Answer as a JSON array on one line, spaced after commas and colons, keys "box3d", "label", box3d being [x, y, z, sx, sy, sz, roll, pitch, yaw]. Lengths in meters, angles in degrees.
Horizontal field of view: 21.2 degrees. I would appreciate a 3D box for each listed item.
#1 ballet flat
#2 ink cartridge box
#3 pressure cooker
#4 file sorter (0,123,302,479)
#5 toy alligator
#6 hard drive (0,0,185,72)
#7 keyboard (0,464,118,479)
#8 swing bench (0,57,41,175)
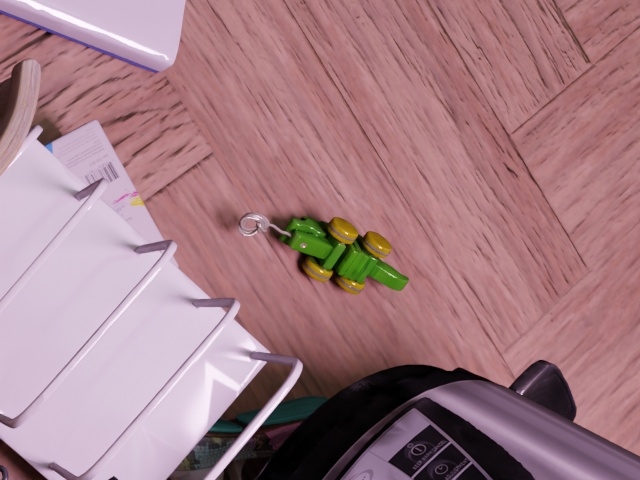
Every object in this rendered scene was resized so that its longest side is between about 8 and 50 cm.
[{"box3d": [-0.075, 0.180, 1.455, 0.222, 0.077, 0.079, -1, 98, -38], "label": "ballet flat"}, {"box3d": [-0.192, 0.005, 1.414, 0.104, 0.062, 0.181, -33, 98, -37], "label": "ink cartridge box"}, {"box3d": [0.112, 0.305, 1.350, 0.370, 0.420, 0.375, -8, 116, -44], "label": "pressure cooker"}, {"box3d": [-0.181, 0.068, 1.277, 0.278, 0.173, 0.193, 43, 78, -10], "label": "file sorter"}, {"box3d": [0.000, 0.000, 1.571, 0.190, 0.056, 0.051, 22, 23, -29], "label": "toy alligator"}, {"box3d": [-0.254, -0.293, 1.464, 0.319, 0.040, 0.210, 19, 67, -32], "label": "hard drive"}, {"box3d": [-0.259, 0.269, 1.190, 0.317, 0.033, 0.201, -34, 102, 1], "label": "keyboard"}, {"box3d": [-0.370, -0.068, 1.179, 0.255, 0.253, 0.165, 26, 64, -29], "label": "swing bench"}]
